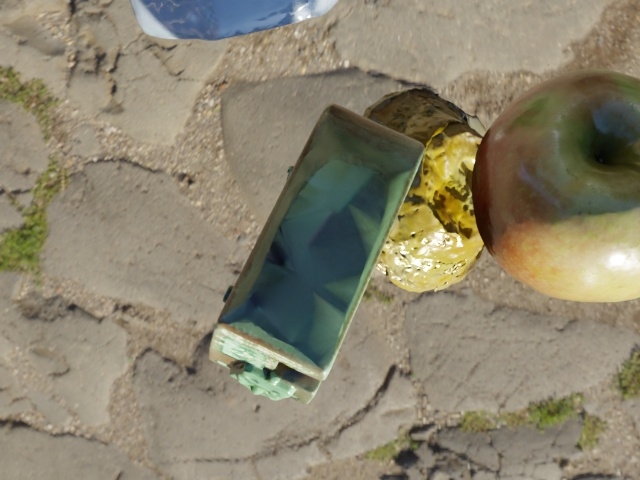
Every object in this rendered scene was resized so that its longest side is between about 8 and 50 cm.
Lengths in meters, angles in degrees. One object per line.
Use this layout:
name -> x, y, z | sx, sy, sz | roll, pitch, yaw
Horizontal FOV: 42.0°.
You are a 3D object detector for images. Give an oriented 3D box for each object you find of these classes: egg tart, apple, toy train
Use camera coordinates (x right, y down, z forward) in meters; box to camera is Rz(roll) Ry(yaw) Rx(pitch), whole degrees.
egg tart -> 0.177, -0.082, 1.279 | 0.129, 0.341, 0.341 | -8, 123, 54
apple -> 0.352, -0.063, 1.106 | 0.319, 0.319, 0.277 | 9, 151, 2
toy train -> 0.000, 0.000, 0.840 | 0.129, 0.326, 0.159 | 26, 159, -1

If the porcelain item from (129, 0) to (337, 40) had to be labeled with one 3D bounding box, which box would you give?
porcelain item -> -0.077, -0.322, 0.423 | 0.178, 0.242, 0.405 | -2, 126, 21
